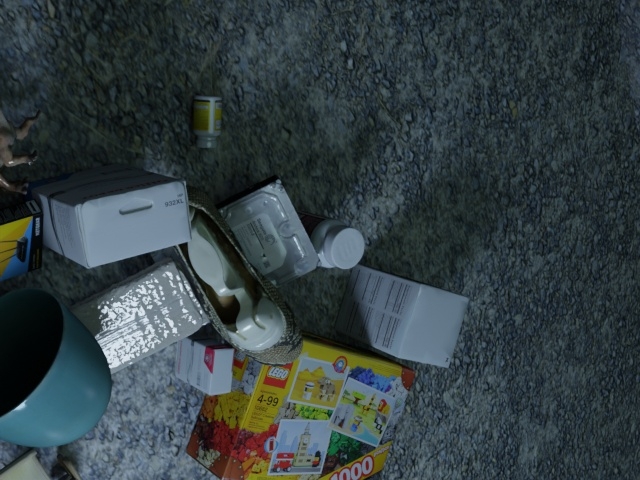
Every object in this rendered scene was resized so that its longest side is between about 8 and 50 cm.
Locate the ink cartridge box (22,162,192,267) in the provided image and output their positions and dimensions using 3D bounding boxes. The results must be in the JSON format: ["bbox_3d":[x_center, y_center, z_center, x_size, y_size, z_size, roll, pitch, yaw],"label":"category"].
[{"bbox_3d":[-0.428,-0.058,1.698,0.223,0.307,0.129,-17,110,-33],"label":"ink cartridge box"}]

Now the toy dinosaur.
[{"bbox_3d":[-0.654,-0.175,1.627,0.200,0.127,0.295,14,108,-28],"label":"toy dinosaur"}]

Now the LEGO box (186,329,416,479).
[{"bbox_3d":[-0.039,0.431,2.180,0.500,0.193,0.372,21,88,-39],"label":"LEGO box"}]

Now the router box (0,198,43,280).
[{"bbox_3d":[-0.616,0.007,1.676,0.133,0.046,0.179,-21,151,-32],"label":"router box"}]

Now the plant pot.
[{"bbox_3d":[-0.560,0.277,1.703,0.293,0.293,0.235,-53,140,-15],"label":"plant pot"}]

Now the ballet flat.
[{"bbox_3d":[-0.195,0.101,1.826,0.164,0.182,0.483,-32,104,1],"label":"ballet flat"}]

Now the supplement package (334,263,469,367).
[{"bbox_3d":[0.214,0.197,2.276,0.199,0.263,0.198,17,90,-39],"label":"supplement package"}]

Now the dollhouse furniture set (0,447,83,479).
[{"bbox_3d":[-0.606,0.518,1.753,0.212,0.242,0.161,-35,97,-27],"label":"dollhouse furniture set"}]

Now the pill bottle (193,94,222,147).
[{"bbox_3d":[-0.257,-0.270,1.937,0.065,0.065,0.116,-4,102,-37],"label":"pill bottle"}]

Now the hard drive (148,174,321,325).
[{"bbox_3d":[-0.196,0.029,1.950,0.339,0.064,0.237,-26,109,-4],"label":"hard drive"}]

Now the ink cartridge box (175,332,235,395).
[{"bbox_3d":[-0.272,0.285,1.998,0.063,0.150,0.109,-1,101,-41],"label":"ink cartridge box"}]

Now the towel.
[{"bbox_3d":[-0.404,0.167,1.884,0.282,0.049,0.187,-26,115,-5],"label":"towel"}]

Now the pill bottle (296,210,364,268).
[{"bbox_3d":[0.000,0.000,2.094,0.121,0.221,0.121,-9,106,-35],"label":"pill bottle"}]
